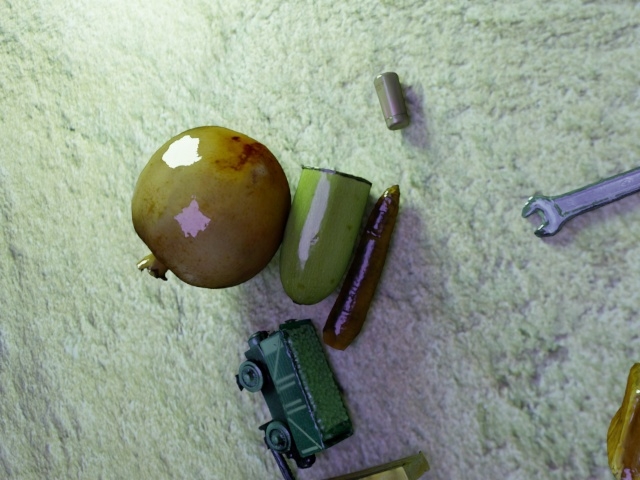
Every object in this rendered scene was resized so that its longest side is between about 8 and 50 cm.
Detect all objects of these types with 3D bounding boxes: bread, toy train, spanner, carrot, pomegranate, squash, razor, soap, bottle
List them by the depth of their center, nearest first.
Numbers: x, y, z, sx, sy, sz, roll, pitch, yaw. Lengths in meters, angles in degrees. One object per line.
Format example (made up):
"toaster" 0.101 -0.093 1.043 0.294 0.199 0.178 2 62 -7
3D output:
"bread" 0.463 0.247 0.735 0.158 0.143 0.149 22 107 30
"spanner" 0.440 -0.083 0.827 0.301 0.017 0.071 -25 76 30
"bottle" 0.125 -0.244 1.006 0.045 0.045 0.097 -18 81 30
"soap" 0.064 0.428 1.007 0.252 0.092 0.037 -29 73 28
"squash" 0.000 0.000 1.019 0.132 0.132 0.247 16 93 31
"carrot" 0.081 0.048 1.025 0.066 0.066 0.315 25 99 30
"pomegranate" -0.203 -0.048 1.050 0.318 0.319 0.320 0 89 32
"toy train" -0.055 0.287 1.070 0.154 0.115 0.270 -32 72 33
"razor" -0.070 0.447 1.124 0.066 0.033 0.190 -34 73 27
